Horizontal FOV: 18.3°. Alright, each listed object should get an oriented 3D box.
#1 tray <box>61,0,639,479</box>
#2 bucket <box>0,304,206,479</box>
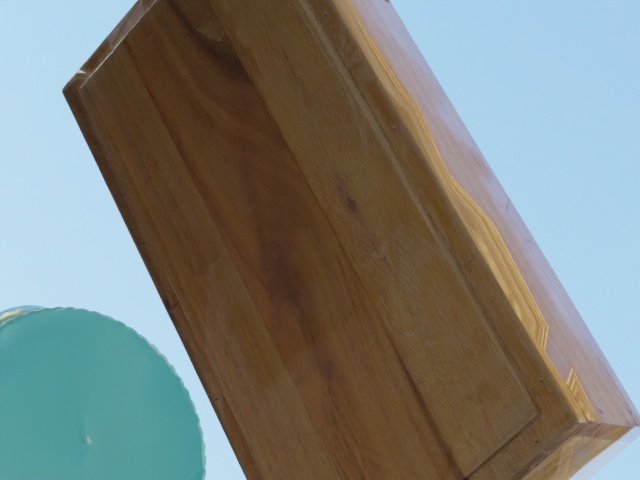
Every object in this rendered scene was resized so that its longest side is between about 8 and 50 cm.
[{"bbox_3d":[0.000,0.000,1.148,0.203,0.076,0.411,-45,-125,26],"label":"tray"},{"bbox_3d":[-0.245,0.195,1.705,0.281,0.281,0.183,53,-43,-5],"label":"bucket"}]
